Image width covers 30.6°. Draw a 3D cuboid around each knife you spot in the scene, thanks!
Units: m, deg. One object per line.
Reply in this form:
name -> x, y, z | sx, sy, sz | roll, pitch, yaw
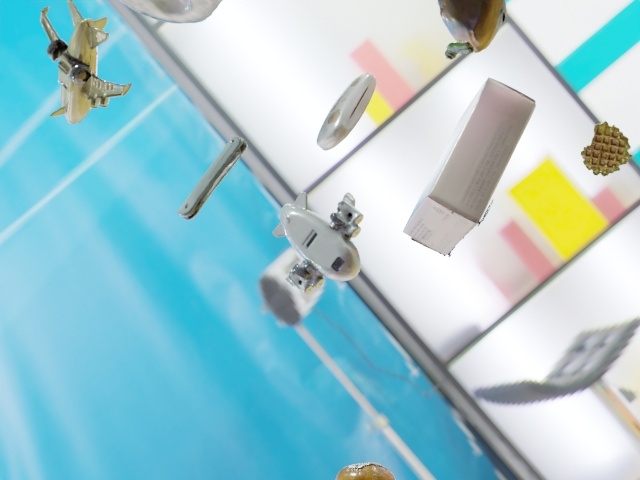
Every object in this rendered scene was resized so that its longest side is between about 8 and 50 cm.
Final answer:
knife -> -0.173, -0.100, 1.894 | 0.044, 0.023, 0.162 | 28, 79, 48

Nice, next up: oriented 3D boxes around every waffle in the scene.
waffle -> 0.457, -0.144, 1.876 | 0.085, 0.078, 0.016 | -52, -14, 31

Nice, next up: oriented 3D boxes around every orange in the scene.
orange -> 0.061, 0.342, 1.611 | 0.086, 0.086, 0.062 | -40, 33, 41

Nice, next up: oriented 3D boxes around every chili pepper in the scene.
chili pepper -> 0.204, -0.287, 1.752 | 0.083, 0.027, 0.022 | -177, 98, -74

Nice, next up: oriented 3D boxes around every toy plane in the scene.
toy plane -> -0.417, -0.291, 2.013 | 0.092, 0.229, 0.244 | -27, -28, -43
toy plane -> -0.001, 0.000, 1.803 | 0.174, 0.174, 0.080 | -40, -27, 20

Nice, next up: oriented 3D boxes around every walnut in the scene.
walnut -> 0.278, -0.471, 2.176 | 0.137, 0.245, 0.137 | -12, -2, 0

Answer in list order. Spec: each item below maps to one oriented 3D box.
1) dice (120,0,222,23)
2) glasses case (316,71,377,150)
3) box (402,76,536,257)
dice -> -0.259, -0.635, 2.208 | 0.328, 0.348, 0.330 | -38, 28, 49
glasses case -> 0.041, -0.200, 1.801 | 0.063, 0.041, 0.164 | -32, 22, 48
box -> 0.252, -0.119, 1.985 | 0.251, 0.106, 0.203 | -61, -2, -18
